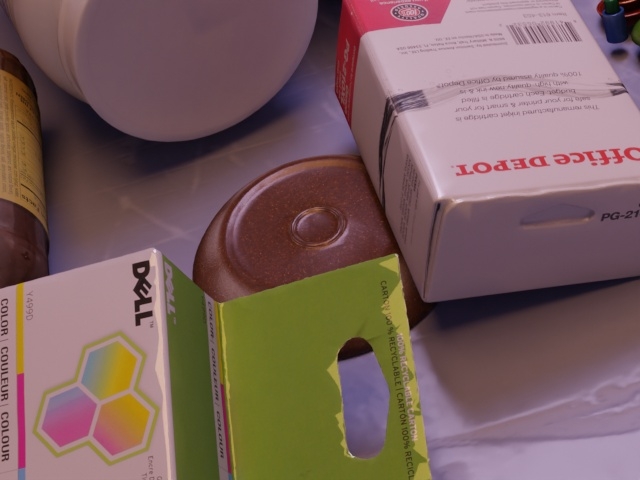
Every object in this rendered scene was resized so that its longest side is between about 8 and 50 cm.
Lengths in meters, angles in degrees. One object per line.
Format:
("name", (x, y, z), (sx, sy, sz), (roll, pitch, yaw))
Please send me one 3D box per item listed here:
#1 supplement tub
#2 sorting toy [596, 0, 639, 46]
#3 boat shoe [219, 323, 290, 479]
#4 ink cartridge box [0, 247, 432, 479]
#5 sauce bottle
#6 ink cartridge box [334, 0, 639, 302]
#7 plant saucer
("supplement tub", (-0.161, -0.252, 1.196), (0.235, 0.235, 0.325), (-27, 47, -11))
("sorting toy", (0.250, -0.186, 1.154), (0.061, 0.042, 0.102), (-26, 32, -13))
("boat shoe", (-0.076, 0.101, 0.974), (0.063, 0.066, 0.184), (-37, 60, -21))
("ink cartridge box", (-0.075, 0.101, 0.883), (0.255, 0.097, 0.188), (-15, 62, 16))
("sauce bottle", (-0.256, -0.004, 1.076), (0.111, 0.111, 0.344), (-13, 46, 1))
("ink cartridge box", (0.123, -0.078, 1.035), (0.172, 0.100, 0.237), (-7, 45, -13))
("plant saucer", (0.000, 0.000, 1.062), (0.199, 0.036, 0.198), (-6, 47, 7))
